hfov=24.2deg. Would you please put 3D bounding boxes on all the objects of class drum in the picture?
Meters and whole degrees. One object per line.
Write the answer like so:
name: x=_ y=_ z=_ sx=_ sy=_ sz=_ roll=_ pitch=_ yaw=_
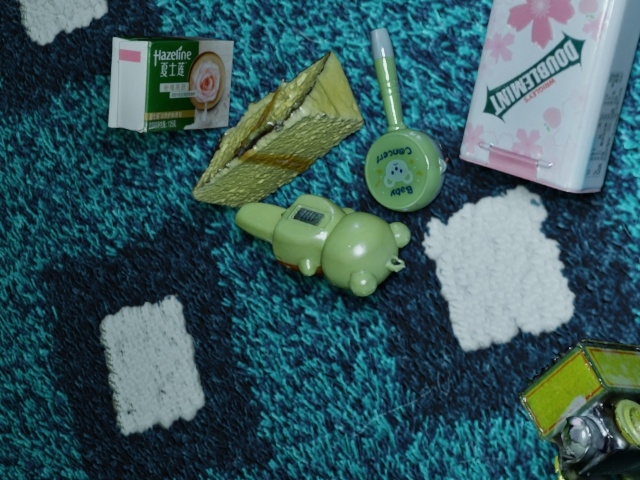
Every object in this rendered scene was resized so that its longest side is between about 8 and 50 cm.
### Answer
drum: x=0.091 y=-0.159 z=2.093 sx=0.130 sy=0.049 sz=0.253 roll=-30 pitch=77 yaw=34

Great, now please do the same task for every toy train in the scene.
toy train: x=0.364 y=0.222 z=1.817 sx=0.134 sy=0.261 sz=0.177 roll=-46 pitch=55 yaw=29

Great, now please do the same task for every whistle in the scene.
whistle: x=0.000 y=0.000 z=2.137 sx=0.288 sy=0.131 sz=0.106 roll=17 pitch=147 yaw=33

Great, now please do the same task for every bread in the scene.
bread: x=-0.062 y=-0.151 z=2.169 sx=0.266 sy=0.142 sz=0.178 roll=-31 pitch=36 yaw=35

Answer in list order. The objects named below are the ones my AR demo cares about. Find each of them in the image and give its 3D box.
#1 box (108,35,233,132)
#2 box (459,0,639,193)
box: x=-0.220 y=-0.234 z=2.219 sx=0.081 sy=0.199 sz=0.135 roll=12 pitch=104 yaw=32
box: x=0.306 y=-0.260 z=1.894 sx=0.190 sy=0.112 sz=0.369 roll=21 pitch=105 yaw=32
